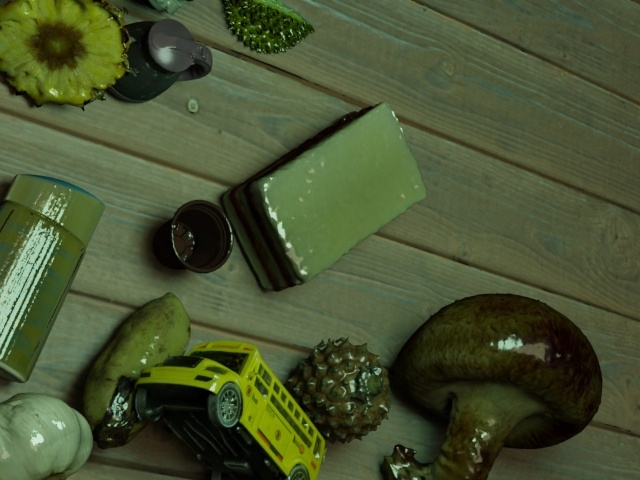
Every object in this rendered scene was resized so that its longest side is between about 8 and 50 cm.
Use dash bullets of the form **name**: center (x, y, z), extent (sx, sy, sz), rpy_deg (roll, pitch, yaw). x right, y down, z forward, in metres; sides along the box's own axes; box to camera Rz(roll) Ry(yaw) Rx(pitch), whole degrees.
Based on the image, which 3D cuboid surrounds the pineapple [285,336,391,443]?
- **pineapple**: center (0.038, 0.227, 2.012), extent (0.166, 0.193, 0.166), rpy_deg (10, 72, -33)

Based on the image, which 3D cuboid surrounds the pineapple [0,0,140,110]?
- **pineapple**: center (-0.359, -0.284, 1.826), extent (0.225, 0.225, 0.076), rpy_deg (36, 27, -27)

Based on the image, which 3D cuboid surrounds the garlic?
- **garlic**: center (-0.421, 0.241, 1.699), extent (0.199, 0.199, 0.226), rpy_deg (-29, 67, -38)

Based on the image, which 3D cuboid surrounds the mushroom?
- **mushroom**: center (0.265, 0.256, 2.119), extent (0.331, 0.334, 0.356), rpy_deg (52, 45, -17)

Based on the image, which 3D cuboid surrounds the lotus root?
- **lotus root**: center (-0.260, 0.185, 1.856), extent (0.110, 0.097, 0.258), rpy_deg (55, 46, -29)

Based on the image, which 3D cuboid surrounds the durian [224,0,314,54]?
- **durian**: center (-0.093, -0.358, 2.115), extent (0.215, 0.086, 0.100), rpy_deg (18, 37, -37)

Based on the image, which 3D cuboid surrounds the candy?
- **candy**: center (0.009, -0.071, 2.084), extent (0.321, 0.135, 0.179), rpy_deg (-36, 102, -34)

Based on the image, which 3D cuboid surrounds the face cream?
- **face cream**: center (-0.401, 0.039, 1.789), extent (0.139, 0.067, 0.285), rpy_deg (35, 63, -29)

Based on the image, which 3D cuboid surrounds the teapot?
- **teapot**: center (-0.236, -0.259, 1.923), extent (0.148, 0.146, 0.116), rpy_deg (39, 60, -26)

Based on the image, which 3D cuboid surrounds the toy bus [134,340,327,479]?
- **toy bus**: center (-0.118, 0.251, 1.861), extent (0.330, 0.144, 0.152), rpy_deg (57, 44, -43)

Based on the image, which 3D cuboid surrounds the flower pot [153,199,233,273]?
- **flower pot**: center (-0.197, 0.000, 1.940), extent (0.111, 0.089, 0.111), rpy_deg (9, 76, -37)

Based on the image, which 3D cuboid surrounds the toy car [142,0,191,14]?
- **toy car**: center (-0.218, -0.436, 1.899), extent (0.193, 0.118, 0.301), rpy_deg (-45, 157, 3)
